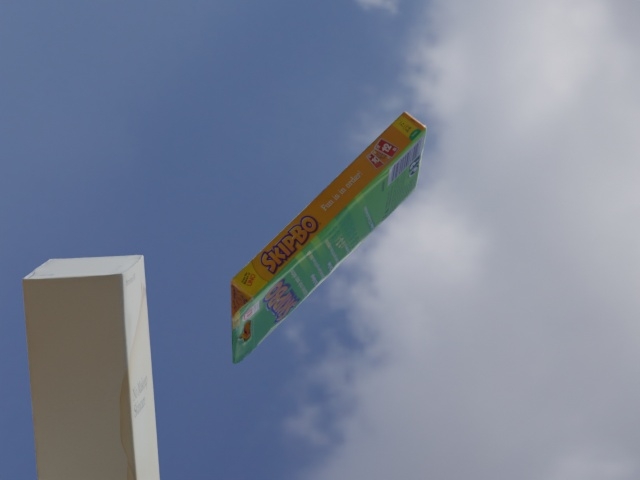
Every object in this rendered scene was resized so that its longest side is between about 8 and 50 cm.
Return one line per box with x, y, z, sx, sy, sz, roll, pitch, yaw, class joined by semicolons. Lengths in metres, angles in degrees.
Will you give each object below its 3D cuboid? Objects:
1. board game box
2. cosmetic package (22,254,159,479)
0.000;0.000;1.639;0.039;0.259;0.124;37;-22;15;board game box
-0.246;0.179;1.932;0.113;0.160;0.309;-2;-82;3;cosmetic package
